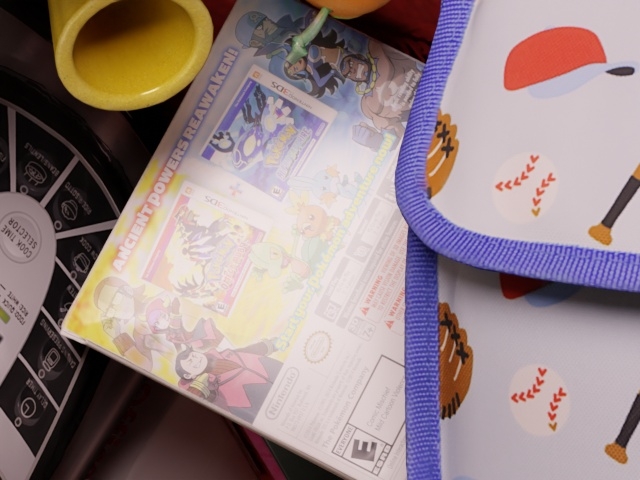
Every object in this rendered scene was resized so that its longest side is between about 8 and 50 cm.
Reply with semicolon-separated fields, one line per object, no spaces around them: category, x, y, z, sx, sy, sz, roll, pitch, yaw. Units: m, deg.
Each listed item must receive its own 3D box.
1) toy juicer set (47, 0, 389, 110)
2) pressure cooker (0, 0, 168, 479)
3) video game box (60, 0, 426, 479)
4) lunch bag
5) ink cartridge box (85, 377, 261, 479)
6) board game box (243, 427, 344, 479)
toy juicer set;-0.006;-0.196;0.753;0.209;0.089;0.329;-10;136;-17
pressure cooker;-0.299;0.076;1.062;0.369;0.420;0.375;19;142;15
video game box;0.000;0.000;0.961;0.187;0.205;0.048;28;172;1
lunch bag;0.209;0.035;0.797;0.327;0.239;0.386;7;101;28
ink cartridge box;-0.229;0.193;1.313;0.307;0.223;0.129;2;135;32
board game box;0.083;0.124;1.136;0.224;0.097;0.303;0;133;33
